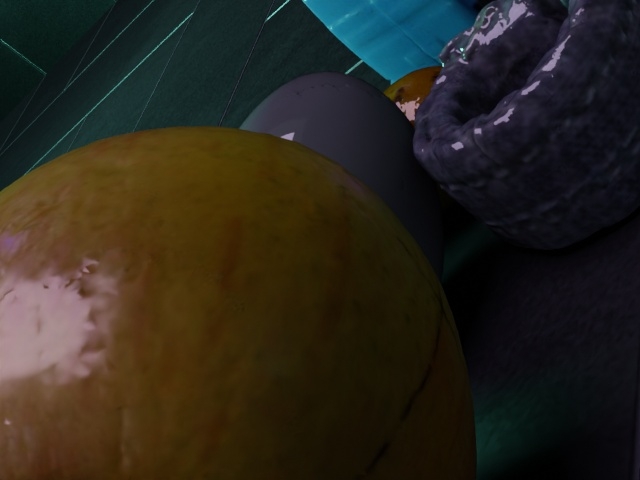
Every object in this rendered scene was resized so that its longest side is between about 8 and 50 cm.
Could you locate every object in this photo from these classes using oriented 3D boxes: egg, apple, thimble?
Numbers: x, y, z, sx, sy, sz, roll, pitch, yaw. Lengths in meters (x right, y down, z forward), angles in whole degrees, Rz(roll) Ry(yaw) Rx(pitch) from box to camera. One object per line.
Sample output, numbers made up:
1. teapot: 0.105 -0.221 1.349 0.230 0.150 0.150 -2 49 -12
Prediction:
1. egg: 0.000 0.000 0.752 0.146 0.146 0.198 -151 66 -70
2. apple: -0.060 0.092 0.576 0.286 0.286 0.233 -41 21 28
3. thimble: 0.128 -0.076 0.704 0.150 0.098 0.150 -43 23 23

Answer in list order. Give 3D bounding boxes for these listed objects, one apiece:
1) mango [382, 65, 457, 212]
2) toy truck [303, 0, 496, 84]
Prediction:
1. mango: 0.053 -0.053 0.851 0.159 0.084 0.105 -40 18 30
2. toy truck: 0.134 -0.299 0.972 0.161 0.162 0.385 -22 36 57
